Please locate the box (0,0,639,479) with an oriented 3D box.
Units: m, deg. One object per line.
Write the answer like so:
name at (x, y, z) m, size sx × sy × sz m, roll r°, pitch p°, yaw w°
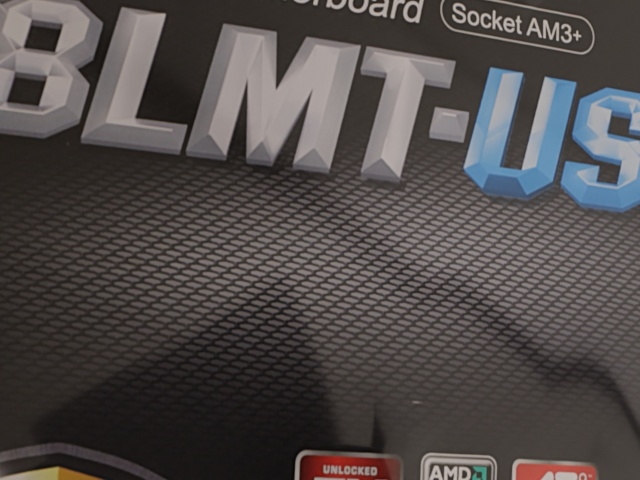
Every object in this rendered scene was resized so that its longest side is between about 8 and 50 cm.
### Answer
box at (0.000, 0.000, 0.423) m, size 0.295 × 0.073 × 0.293 m, roll 7°, pitch 82°, yaw -28°
